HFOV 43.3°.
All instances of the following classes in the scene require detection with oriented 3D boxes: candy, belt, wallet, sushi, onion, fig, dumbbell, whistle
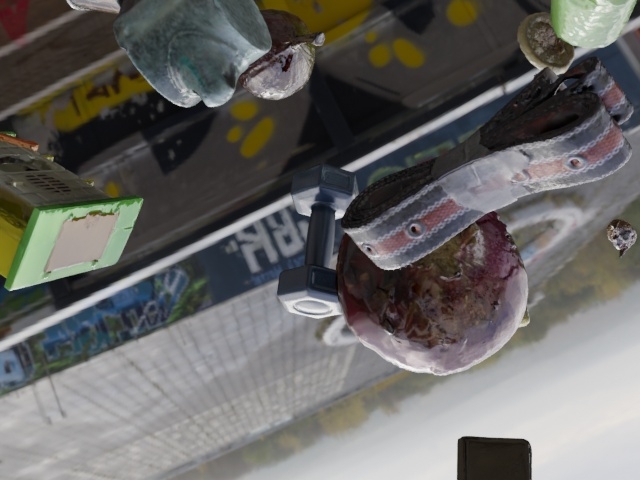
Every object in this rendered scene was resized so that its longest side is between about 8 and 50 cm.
[{"bbox_3d":[0.489,-0.451,1.437,0.132,0.142,0.343,-17,168,10],"label":"candy"},{"bbox_3d":[0.181,-0.074,0.933,0.360,0.126,0.094,-31,125,30],"label":"belt"},{"bbox_3d":[0.247,0.379,1.144,0.110,0.198,0.031,0,149,13],"label":"wallet"},{"bbox_3d":[0.576,-0.009,1.541,0.050,0.047,0.099,-26,133,20],"label":"sushi"},{"bbox_3d":[0.198,0.098,1.488,0.348,0.347,0.385,-23,152,-8],"label":"onion"},{"bbox_3d":[-0.079,-0.445,1.840,0.217,0.216,0.321,-17,-175,-27],"label":"fig"},{"bbox_3d":[0.000,-0.001,1.699,0.144,0.316,0.156,1,153,10],"label":"dumbbell"},{"bbox_3d":[-0.238,-0.393,1.274,0.168,0.404,0.188,-32,-177,21],"label":"whistle"}]

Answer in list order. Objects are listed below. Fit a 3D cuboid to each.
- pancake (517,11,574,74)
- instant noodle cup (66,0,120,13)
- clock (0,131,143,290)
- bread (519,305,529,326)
[{"bbox_3d":[0.484,-0.422,1.720,0.152,0.151,0.025,-15,170,-31],"label":"pancake"},{"bbox_3d":[-0.461,-0.622,1.886,0.208,0.217,0.217,18,168,11],"label":"instant noodle cup"},{"bbox_3d":[-0.402,-0.059,1.042,0.106,0.255,0.220,-64,165,15],"label":"clock"},{"bbox_3d":[0.361,0.145,1.618,0.109,0.084,0.080,-12,167,1],"label":"bread"}]
